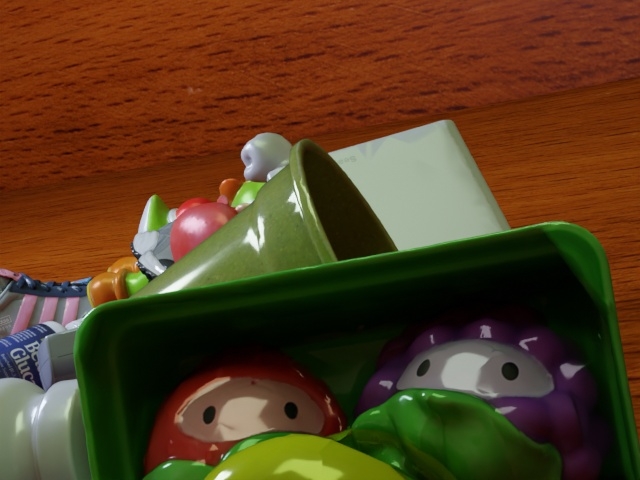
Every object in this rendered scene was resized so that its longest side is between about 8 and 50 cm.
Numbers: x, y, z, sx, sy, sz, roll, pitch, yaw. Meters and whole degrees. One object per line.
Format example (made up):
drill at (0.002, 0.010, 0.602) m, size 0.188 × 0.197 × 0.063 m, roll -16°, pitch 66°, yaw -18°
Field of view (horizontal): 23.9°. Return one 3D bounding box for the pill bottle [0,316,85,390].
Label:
pill bottle at (-0.333, 0.149, 1.758) m, size 0.169 × 0.094 × 0.094 m, roll -23°, pitch 13°, yaw -34°

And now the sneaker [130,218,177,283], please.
sneaker at (-0.150, 0.025, 1.751) m, size 0.108 × 0.100 × 0.271 m, roll -35°, pitch 21°, yaw -2°

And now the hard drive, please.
hard drive at (0.090, 0.025, 1.452) m, size 0.203 × 0.040 × 0.307 m, roll -17°, pitch 52°, yaw -9°

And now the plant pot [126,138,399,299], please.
plant pot at (-0.052, 0.097, 1.261) m, size 0.254 × 0.276 × 0.276 m, roll -30°, pitch 8°, yaw 11°

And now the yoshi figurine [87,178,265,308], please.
yoshi figurine at (-0.100, 0.038, 1.947) m, size 0.362 × 0.204 × 0.203 m, roll -26°, pitch -33°, yaw 16°

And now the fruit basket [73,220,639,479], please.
fruit basket at (0.011, 0.152, 0.916) m, size 0.392 × 0.283 × 0.392 m, roll -9°, pitch -6°, yaw -1°

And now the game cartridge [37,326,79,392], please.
game cartridge at (-0.187, 0.124, 1.556) m, size 0.196 × 0.060 × 0.294 m, roll -10°, pitch -12°, yaw -1°

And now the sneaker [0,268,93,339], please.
sneaker at (-0.388, 0.086, 2.056) m, size 0.319 × 0.131 × 0.112 m, roll -21°, pitch 12°, yaw -30°

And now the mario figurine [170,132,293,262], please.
mario figurine at (0.000, 0.000, 1.619) m, size 0.320 × 0.198 × 0.170 m, roll 3°, pitch -19°, yaw 0°

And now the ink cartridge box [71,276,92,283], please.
ink cartridge box at (-0.393, 0.100, 2.205) m, size 0.122 × 0.052 × 0.088 m, roll -13°, pitch 11°, yaw 6°

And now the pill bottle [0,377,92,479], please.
pill bottle at (-0.304, 0.201, 1.299) m, size 0.264 × 0.153 × 0.153 m, roll -13°, pitch 11°, yaw 16°
